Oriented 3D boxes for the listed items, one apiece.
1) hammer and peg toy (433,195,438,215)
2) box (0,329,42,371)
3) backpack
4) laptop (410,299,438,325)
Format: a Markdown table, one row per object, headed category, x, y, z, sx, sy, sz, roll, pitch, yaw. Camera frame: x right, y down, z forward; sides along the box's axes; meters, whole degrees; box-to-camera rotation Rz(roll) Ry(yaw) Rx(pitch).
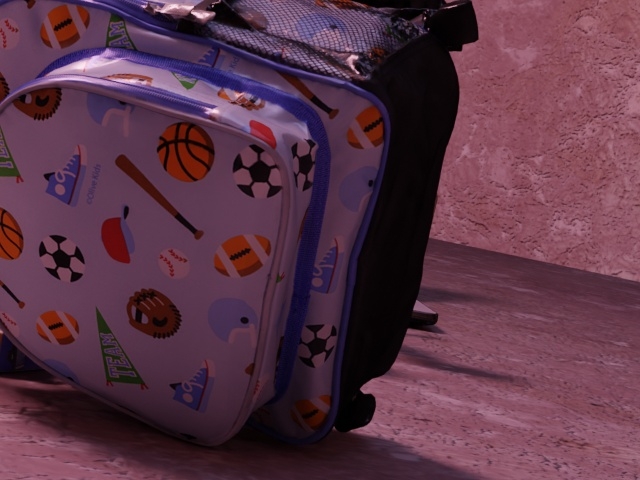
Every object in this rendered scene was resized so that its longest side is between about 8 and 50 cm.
| category | x | y | z | sx | sy | sz | roll | pitch | yaw |
| --- | --- | --- | --- | --- | --- | --- | --- | --- | --- |
| hammer and peg toy | -0.103 | -0.003 | 1.525 | 0.361 | 0.127 | 0.266 | 3 | 7 | -38 |
| box | -0.214 | 0.056 | 1.187 | 0.136 | 0.028 | 0.081 | 15 | 5 | 26 |
| backpack | -0.081 | -0.030 | 1.074 | 0.263 | 0.276 | 0.213 | 24 | 26 | 23 |
| laptop | -0.081 | -0.079 | 1.999 | 0.382 | 0.236 | 0.408 | 9 | 4 | -8 |
